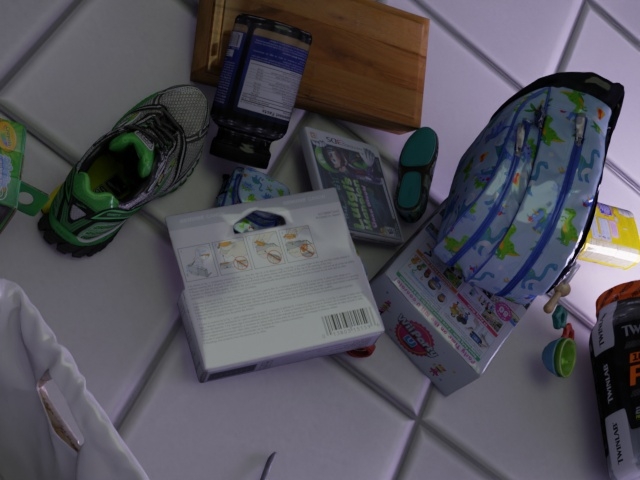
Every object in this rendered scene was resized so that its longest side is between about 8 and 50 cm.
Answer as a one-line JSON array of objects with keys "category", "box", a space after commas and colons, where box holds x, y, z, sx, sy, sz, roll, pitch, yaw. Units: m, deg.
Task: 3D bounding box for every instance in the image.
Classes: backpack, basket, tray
[{"category": "backpack", "box": [-0.106, -0.047, 1.724, 0.105, 0.084, 0.114, 28, 56, -15]}, {"category": "basket", "box": [-0.407, 0.276, 1.212, 0.331, 0.266, 0.328, -31, 85, -41]}, {"category": "backpack", "box": [0.322, -0.071, 1.805, 0.273, 0.290, 0.355, 15, 63, -18]}, {"category": "tray", "box": [-0.007, -0.323, 1.914, 0.411, 0.076, 0.203, 11, 79, -29]}]

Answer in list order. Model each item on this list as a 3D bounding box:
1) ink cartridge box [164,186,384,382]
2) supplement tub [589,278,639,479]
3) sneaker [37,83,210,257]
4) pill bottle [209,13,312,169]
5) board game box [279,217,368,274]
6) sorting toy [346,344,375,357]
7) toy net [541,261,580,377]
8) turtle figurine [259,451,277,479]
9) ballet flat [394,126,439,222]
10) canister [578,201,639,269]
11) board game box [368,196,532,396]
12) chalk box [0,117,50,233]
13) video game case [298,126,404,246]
[{"category": "ink cartridge box", "box": [-0.073, 0.060, 1.655, 0.275, 0.060, 0.239, -10, 68, -20]}, {"category": "supplement tub", "box": [0.573, 0.249, 1.945, 0.207, 0.207, 0.338, 14, 57, -28]}, {"category": "sneaker", "box": [-0.249, -0.116, 1.622, 0.134, 0.146, 0.343, 41, 48, -9]}, {"category": "pill bottle", "box": [-0.098, -0.226, 1.748, 0.123, 0.123, 0.219, 13, 97, -29]}, {"category": "board game box", "box": [0.000, 0.000, 1.808, 0.103, 0.026, 0.154, -15, 75, -39]}, {"category": "sorting toy", "box": [0.040, 0.142, 1.735, 0.102, 0.061, 0.042, 39, 44, -41]}, {"category": "toy net", "box": [0.423, 0.118, 1.950, 0.122, 0.045, 0.232, 13, 82, -52]}, {"category": "turtle figurine", "box": [-0.047, 0.452, 1.473, 0.266, 0.275, 0.198, -37, 112, -22]}, {"category": "ballet flat", "box": [0.165, -0.109, 1.967, 0.070, 0.070, 0.188, 31, 56, -17]}, {"category": "canister", "box": [0.516, -0.015, 2.144, 0.170, 0.073, 0.126, 12, 59, -31]}, {"category": "board game box", "box": [0.228, 0.072, 1.881, 0.224, 0.097, 0.303, 48, 47, -2]}, {"category": "chalk box", "box": [-0.458, -0.082, 1.469, 0.213, 0.132, 0.132, 15, 57, -29]}, {"category": "video game case", "box": [0.051, -0.087, 1.870, 0.173, 0.022, 0.190, 11, 56, -42]}]
